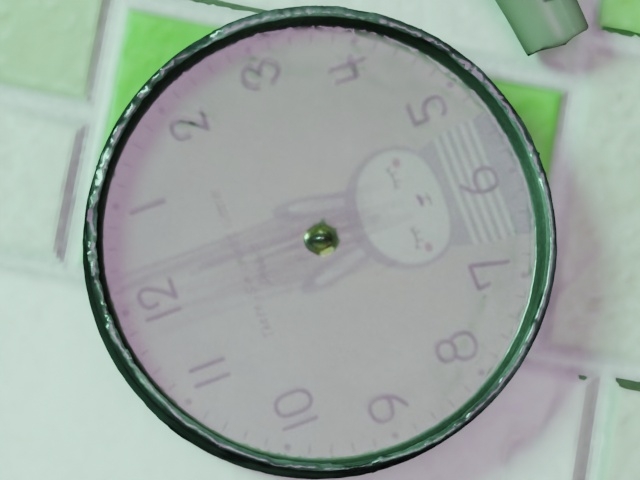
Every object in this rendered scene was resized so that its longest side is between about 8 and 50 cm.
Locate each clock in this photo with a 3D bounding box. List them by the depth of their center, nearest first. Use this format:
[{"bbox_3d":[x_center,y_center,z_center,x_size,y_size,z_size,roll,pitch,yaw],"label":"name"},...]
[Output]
[{"bbox_3d":[0.000,0.000,0.747,0.215,0.042,0.214,1,83,-5],"label":"clock"}]

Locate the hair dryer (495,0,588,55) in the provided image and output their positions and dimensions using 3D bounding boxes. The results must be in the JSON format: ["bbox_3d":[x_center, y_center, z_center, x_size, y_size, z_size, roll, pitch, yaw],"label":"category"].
[{"bbox_3d":[0.125,-0.180,0.787,0.199,0.067,0.167,-15,94,-21],"label":"hair dryer"}]
